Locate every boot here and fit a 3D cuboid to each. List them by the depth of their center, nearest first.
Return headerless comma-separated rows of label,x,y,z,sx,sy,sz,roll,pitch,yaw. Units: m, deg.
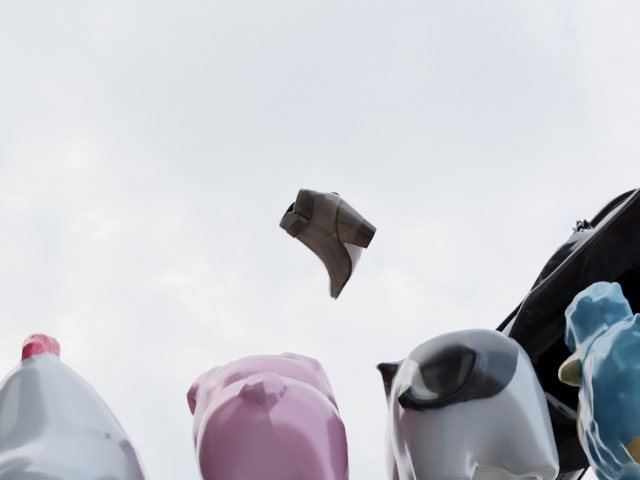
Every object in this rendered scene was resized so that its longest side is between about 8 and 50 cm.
boot,0.186,0.116,0.938,0.146,0.445,0.367,29,-83,6
boot,0.000,0.000,1.203,0.087,0.042,0.118,25,-50,-2

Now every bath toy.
bath toy,-0.007,0.092,0.615,0.348,0.129,0.151,-7,-32,-7
